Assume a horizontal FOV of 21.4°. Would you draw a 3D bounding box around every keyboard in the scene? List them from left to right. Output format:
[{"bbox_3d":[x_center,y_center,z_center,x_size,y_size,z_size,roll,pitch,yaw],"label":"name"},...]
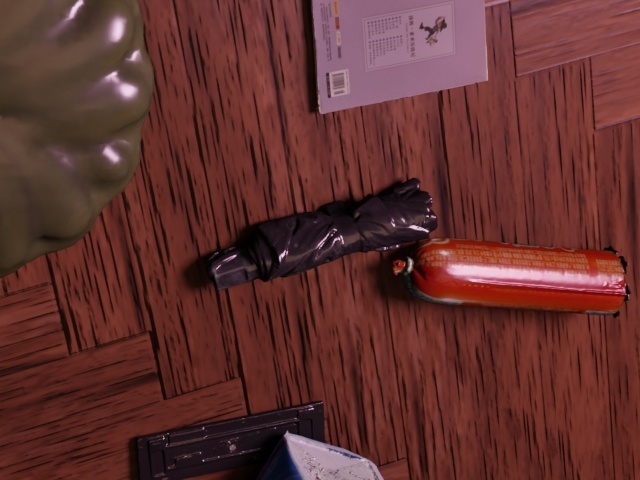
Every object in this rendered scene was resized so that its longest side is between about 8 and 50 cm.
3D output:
[{"bbox_3d":[-0.093,0.213,1.777,0.204,0.013,0.061,-10,117,-16],"label":"keyboard"}]

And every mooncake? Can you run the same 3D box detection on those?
[{"bbox_3d":[-0.317,-0.142,1.414,0.356,0.194,0.356,-9,118,-18],"label":"mooncake"}]

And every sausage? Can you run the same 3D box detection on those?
[{"bbox_3d":[0.194,0.037,1.767,0.264,0.083,0.083,5,112,-22],"label":"sausage"}]

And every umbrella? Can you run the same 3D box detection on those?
[{"bbox_3d":[0.000,0.000,1.681,0.235,0.066,0.059,-18,125,-10],"label":"umbrella"}]

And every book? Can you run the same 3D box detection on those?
[{"bbox_3d":[0.078,-0.197,1.645,0.181,0.014,0.127,-13,118,-15],"label":"book"}]

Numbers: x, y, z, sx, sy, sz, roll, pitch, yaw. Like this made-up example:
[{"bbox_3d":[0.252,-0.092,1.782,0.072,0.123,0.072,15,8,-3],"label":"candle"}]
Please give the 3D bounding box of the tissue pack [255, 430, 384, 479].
[{"bbox_3d":[-0.028,0.366,1.761,0.146,0.198,0.263,24,107,-28],"label":"tissue pack"}]
